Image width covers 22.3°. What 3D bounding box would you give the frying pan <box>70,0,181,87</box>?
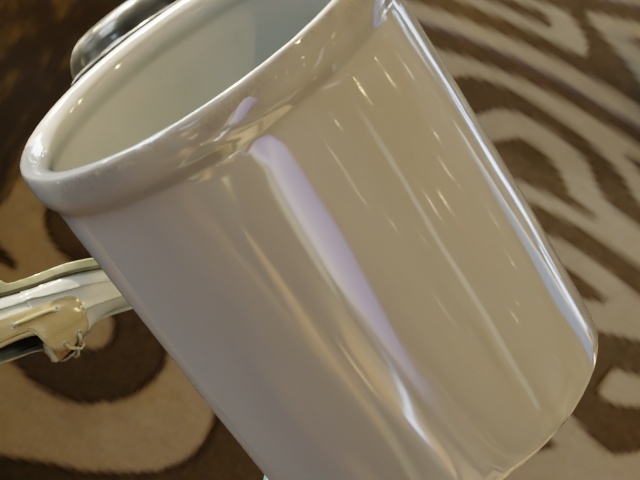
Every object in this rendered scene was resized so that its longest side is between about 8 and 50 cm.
[{"bbox_3d":[-0.172,-0.251,1.737,0.197,0.326,0.053,-37,93,-31],"label":"frying pan"}]

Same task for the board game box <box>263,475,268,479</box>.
[{"bbox_3d":[-0.019,0.333,1.881,0.047,0.160,0.210,-5,48,-14],"label":"board game box"}]

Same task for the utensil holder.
[{"bbox_3d":[0.000,0.000,1.305,0.385,0.327,0.328,56,25,-21],"label":"utensil holder"}]

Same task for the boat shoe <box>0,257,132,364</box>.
[{"bbox_3d":[-0.313,0.093,1.911,0.302,0.113,0.103,-13,71,-2],"label":"boat shoe"}]
